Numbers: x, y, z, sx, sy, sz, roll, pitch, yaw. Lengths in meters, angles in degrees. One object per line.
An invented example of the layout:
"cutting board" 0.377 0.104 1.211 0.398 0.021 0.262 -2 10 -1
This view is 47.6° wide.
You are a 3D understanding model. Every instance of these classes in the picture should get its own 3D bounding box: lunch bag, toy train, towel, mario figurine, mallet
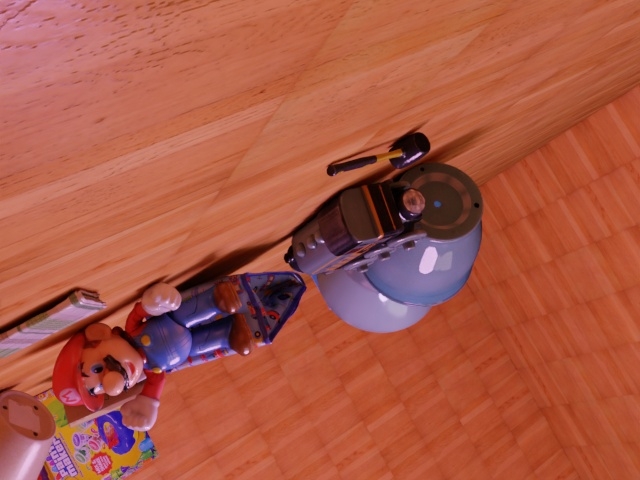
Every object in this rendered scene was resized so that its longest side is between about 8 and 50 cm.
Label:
"lunch bag" -0.167 0.126 1.421 0.221 0.138 0.293 -19 -176 18
"toy train" 0.058 -0.016 1.386 0.190 0.142 0.334 -11 169 -30
"towel" -0.348 0.103 0.895 0.152 0.023 0.113 -27 173 -6
"mario figurine" -0.266 0.188 1.159 0.321 0.198 0.170 -22 169 -10
"mallet" 0.075 -0.113 1.039 0.190 0.039 0.062 -20 173 -35

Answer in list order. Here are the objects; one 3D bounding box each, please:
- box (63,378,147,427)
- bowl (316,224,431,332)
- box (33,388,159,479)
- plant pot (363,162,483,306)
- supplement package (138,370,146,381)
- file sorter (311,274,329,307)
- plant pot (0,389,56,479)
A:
"box" -0.483 0.336 1.650 0.201 0.021 0.164 -20 -153 -19
"bowl" 0.150 0.049 1.744 0.312 0.311 0.163 -28 160 -17
"box" -0.632 0.519 1.892 0.177 0.289 0.279 -34 174 41
"plant pot" 0.228 -0.028 1.554 0.272 0.271 0.255 -28 160 -18
"supplement package" -0.342 0.222 1.605 0.179 0.105 0.105 -31 174 31
"file sorter" 0.031 0.079 1.935 0.118 0.170 0.104 -29 179 -5
"plant pot" -0.636 0.423 1.368 0.274 0.256 0.256 -46 172 9
